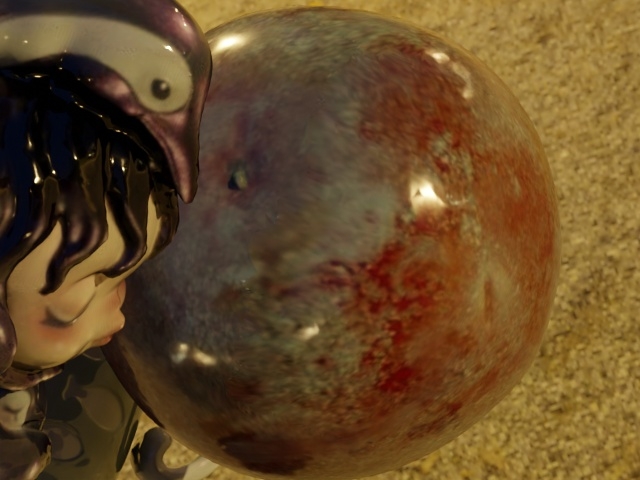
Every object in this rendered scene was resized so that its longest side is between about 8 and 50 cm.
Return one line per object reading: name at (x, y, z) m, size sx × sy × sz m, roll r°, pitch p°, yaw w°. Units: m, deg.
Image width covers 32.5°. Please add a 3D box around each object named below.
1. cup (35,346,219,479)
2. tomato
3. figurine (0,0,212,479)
cup at (-0.218, 0.100, 0.932) m, size 0.259 × 0.357 × 0.274 m, roll -32°, pitch 37°, yaw 54°
tomato at (0.000, 0.000, 0.730) m, size 0.317 × 0.282 × 0.316 m, roll -6°, pitch 70°, yaw 16°
figurine at (-0.128, -0.014, 0.425) m, size 0.222 × 0.145 × 0.145 m, roll -62°, pitch 28°, yaw 19°
